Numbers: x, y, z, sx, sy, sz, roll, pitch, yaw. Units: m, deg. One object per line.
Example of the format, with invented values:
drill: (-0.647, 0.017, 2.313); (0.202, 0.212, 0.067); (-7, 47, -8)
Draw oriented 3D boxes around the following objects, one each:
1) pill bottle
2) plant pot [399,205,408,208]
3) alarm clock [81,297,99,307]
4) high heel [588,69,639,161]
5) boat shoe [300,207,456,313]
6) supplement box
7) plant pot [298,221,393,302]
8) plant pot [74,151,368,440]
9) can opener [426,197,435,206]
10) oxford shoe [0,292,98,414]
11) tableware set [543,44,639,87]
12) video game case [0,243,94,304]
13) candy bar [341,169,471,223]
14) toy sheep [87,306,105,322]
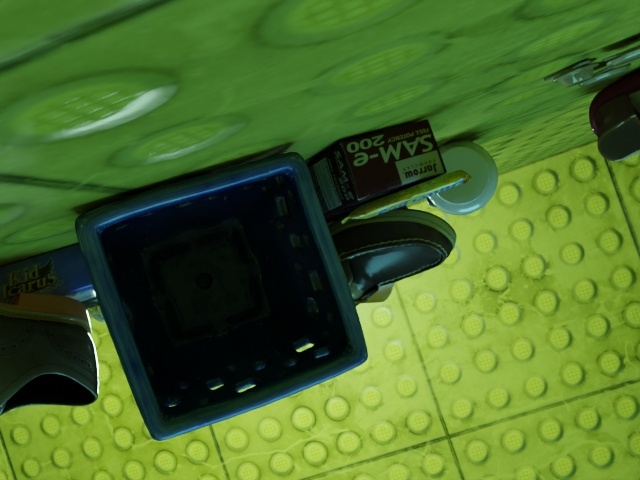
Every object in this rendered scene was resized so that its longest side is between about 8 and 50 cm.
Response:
pill bottle: (0.237, -0.105, 1.290); (0.124, 0.124, 0.221); (-19, 178, 9)
plant pot: (0.075, -0.006, 1.598); (0.174, 0.191, 0.191); (-10, 173, -36)
alarm clock: (-0.407, 0.088, 1.462); (0.192, 0.064, 0.129); (-22, 178, -9)
high heel: (0.569, -0.258, 1.110); (0.377, 0.127, 0.181); (-25, -156, 30)
boat shoe: (0.018, 0.057, 0.988); (0.342, 0.123, 0.123); (-14, 142, 31)
supplement box: (0.034, -0.072, 0.959); (0.130, 0.073, 0.239); (-18, 179, -28)
plant pot: (0.000, 0.000, 1.176); (0.188, 0.205, 0.205); (-3, 175, -12)
plant pot: (-0.113, 0.050, 0.828); (0.236, 0.236, 0.212); (-19, -175, -13)
can opener: (0.185, -0.094, 1.499); (0.283, 0.095, 0.076); (-18, 177, -25)
oxford shoe: (-0.393, 0.130, 0.801); (0.364, 0.132, 0.130); (4, 141, -48)
tableware set: (0.353, -0.213, 0.900); (0.141, 0.020, 0.169); (-20, 178, 44)
video game case: (-0.378, 0.065, 1.025); (0.270, 0.061, 0.244); (-18, 177, -19)
candy bar: (0.098, -0.050, 0.880); (0.161, 0.018, 0.040); (-19, 178, 5)
toy sheep: (-0.562, 0.171, 1.971); (0.091, 0.091, 0.132); (-18, -168, -26)
